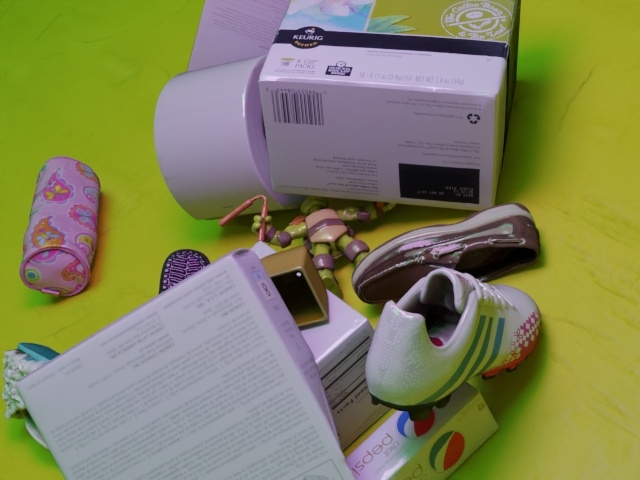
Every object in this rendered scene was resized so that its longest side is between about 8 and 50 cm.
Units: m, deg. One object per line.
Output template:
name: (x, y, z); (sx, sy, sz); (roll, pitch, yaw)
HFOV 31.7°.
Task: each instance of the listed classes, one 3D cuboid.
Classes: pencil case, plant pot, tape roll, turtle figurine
pencil case: (-0.448, -0.026, 1.957); (0.124, 0.124, 0.284); (-24, 37, 10)
plant pot: (-0.037, 0.051, 1.374); (0.082, 0.081, 0.083); (-16, 29, 18)
tape roll: (-0.124, -0.160, 1.777); (0.169, 0.246, 0.246); (-6, 43, 28)
turtle figurine: (0.000, 0.000, 1.630); (0.270, 0.087, 0.217); (-13, 41, -9)

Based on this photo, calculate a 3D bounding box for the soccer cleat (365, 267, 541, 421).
soccer cleat: (0.169, 0.087, 1.281); (0.116, 0.143, 0.331); (18, 25, 30)

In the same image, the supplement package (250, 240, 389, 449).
supplement package: (-0.059, 0.157, 1.450); (0.204, 0.145, 0.262); (-40, 38, -12)

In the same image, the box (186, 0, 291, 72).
box: (-0.106, -0.393, 1.930); (0.168, 0.345, 0.215); (19, 45, -4)

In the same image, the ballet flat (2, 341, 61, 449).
ballet flat: (-0.313, 0.247, 1.564); (0.409, 0.147, 0.147); (12, 54, 46)

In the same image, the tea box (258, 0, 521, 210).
tea box: (0.113, -0.237, 1.647); (0.329, 0.220, 0.323); (5, 45, 11)

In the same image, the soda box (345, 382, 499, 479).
soda box: (0.099, 0.250, 1.294); (0.216, 0.074, 0.069); (-41, 38, -13)

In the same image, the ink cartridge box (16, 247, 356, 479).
ink cartridge box: (-0.120, 0.248, 1.268); (0.308, 0.385, 0.091); (-30, -3, 14)

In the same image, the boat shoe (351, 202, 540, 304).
boat shoe: (0.166, 0.033, 1.485); (0.257, 0.095, 0.095); (-24, 43, 9)

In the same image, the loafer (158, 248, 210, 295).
loafer: (-0.174, 0.122, 1.396); (0.080, 0.078, 0.220); (11, 64, 5)
